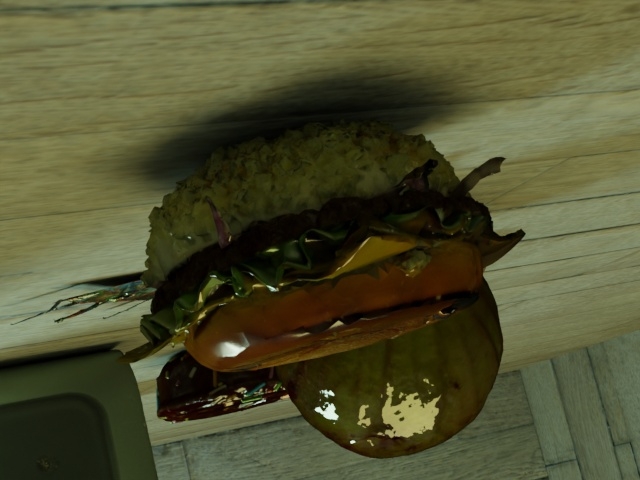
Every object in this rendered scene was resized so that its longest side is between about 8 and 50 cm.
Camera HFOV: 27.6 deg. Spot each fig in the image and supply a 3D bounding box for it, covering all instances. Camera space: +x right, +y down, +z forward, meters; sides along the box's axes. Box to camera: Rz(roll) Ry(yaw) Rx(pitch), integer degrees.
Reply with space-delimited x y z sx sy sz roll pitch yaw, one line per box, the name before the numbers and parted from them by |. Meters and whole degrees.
fig | 0.075 0.046 1.135 0.217 0.217 0.320 -10 146 -16

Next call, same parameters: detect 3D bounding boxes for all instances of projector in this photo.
projector | -0.351 0.280 1.536 0.249 0.248 0.248 -8 167 -28

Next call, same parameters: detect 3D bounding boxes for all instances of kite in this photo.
kite | -0.182 0.048 1.200 0.160 0.010 0.183 -22 170 21

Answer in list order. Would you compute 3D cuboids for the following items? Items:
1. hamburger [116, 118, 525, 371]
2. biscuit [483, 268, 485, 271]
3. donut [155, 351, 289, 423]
hamburger | 0.000 0.000 0.827 0.262 0.138 0.243 -19 170 27
biscuit | 0.026 0.077 1.499 0.275 0.052 0.355 -5 165 -38
donut | -0.118 0.189 1.793 0.235 0.089 0.235 -13 168 -3
